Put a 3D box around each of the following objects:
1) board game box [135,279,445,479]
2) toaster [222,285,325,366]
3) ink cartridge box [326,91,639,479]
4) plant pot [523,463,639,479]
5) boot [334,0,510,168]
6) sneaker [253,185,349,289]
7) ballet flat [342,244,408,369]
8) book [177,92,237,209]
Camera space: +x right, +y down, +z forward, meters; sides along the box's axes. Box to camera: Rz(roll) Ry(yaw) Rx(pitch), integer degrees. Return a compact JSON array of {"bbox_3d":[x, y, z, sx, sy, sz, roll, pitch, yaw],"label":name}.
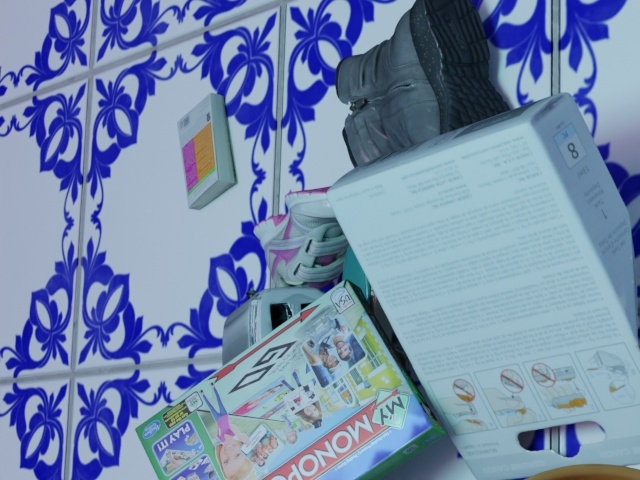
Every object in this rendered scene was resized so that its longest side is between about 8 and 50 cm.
[{"bbox_3d":[-0.041,0.220,1.770,0.317,0.046,0.213,-36,60,10],"label":"board game box"},{"bbox_3d":[-0.045,0.149,1.923,0.146,0.129,0.227,136,132,-63],"label":"toaster"},{"bbox_3d":[0.211,0.063,1.633,0.308,0.091,0.385,-18,105,47],"label":"ink cartridge box"},{"bbox_3d":[0.245,0.373,1.350,0.203,0.291,0.291,101,150,-46],"label":"plant pot"},{"bbox_3d":[0.125,-0.114,1.845,0.223,0.118,0.338,-39,49,47],"label":"boot"},{"bbox_3d":[0.000,0.000,1.941,0.252,0.103,0.111,137,120,-65],"label":"sneaker"},{"bbox_3d":[0.069,0.117,1.863,0.086,0.086,0.248,-14,67,47],"label":"ballet flat"},{"bbox_3d":[-0.169,-0.129,2.237,0.096,0.035,0.144,-34,57,44],"label":"book"}]
